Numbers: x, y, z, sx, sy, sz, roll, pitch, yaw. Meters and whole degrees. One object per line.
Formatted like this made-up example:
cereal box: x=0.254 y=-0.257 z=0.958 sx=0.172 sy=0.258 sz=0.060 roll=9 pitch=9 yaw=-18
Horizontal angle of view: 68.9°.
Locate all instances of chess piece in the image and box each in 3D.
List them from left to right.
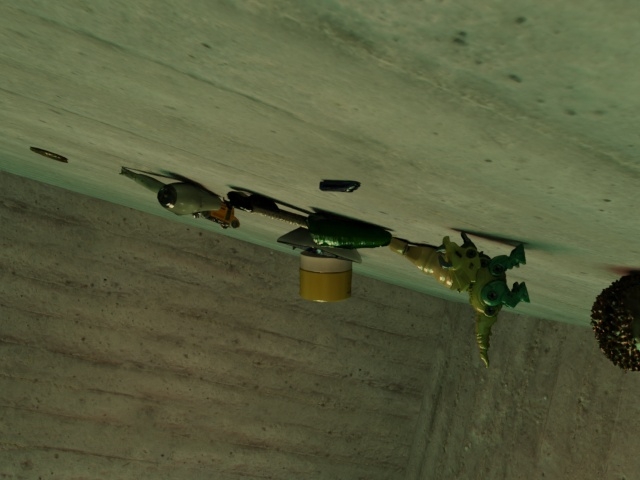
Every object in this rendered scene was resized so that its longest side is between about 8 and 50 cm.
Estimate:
chess piece: x=0.269 y=0.047 z=1.221 sx=0.200 sy=0.090 sz=0.090 roll=25 pitch=179 yaw=23

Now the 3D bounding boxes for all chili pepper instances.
chili pepper: x=0.066 y=-0.023 z=1.134 sx=0.216 sy=0.062 sz=0.108 roll=12 pitch=-152 yaw=1

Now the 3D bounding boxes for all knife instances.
knife: x=-0.068 y=-0.064 z=1.193 sx=0.365 sy=0.043 sz=0.089 roll=16 pitch=-150 yaw=-26

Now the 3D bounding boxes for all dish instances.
dish: x=0.000 y=0.000 z=1.416 sx=0.182 sy=0.080 sz=0.243 roll=19 pitch=175 yaw=-30

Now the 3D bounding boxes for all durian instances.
durian: x=0.591 y=0.160 z=0.833 sx=0.167 sy=0.196 sz=0.196 roll=13 pitch=177 yaw=-36

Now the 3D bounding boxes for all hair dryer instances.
hair dryer: x=-0.399 y=-0.137 z=1.307 sx=0.267 sy=0.092 sz=0.229 roll=28 pitch=-171 yaw=37

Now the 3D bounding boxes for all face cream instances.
face cream: x=0.022 y=0.141 z=1.923 sx=0.218 sy=0.179 sz=0.218 roll=1 pitch=-172 yaw=0

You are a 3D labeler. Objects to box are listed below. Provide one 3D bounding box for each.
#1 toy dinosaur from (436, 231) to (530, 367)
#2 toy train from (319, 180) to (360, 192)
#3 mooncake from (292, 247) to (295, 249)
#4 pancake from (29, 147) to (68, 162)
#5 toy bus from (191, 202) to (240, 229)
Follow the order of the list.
toy dinosaur: x=0.321 y=0.104 z=0.886 sx=0.153 sy=0.259 sz=0.094 roll=-14 pitch=170 yaw=11
toy train: x=0.031 y=-0.089 z=0.774 sx=0.083 sy=0.017 sz=0.017 roll=9 pitch=173 yaw=46
mooncake: x=-0.010 y=0.032 z=1.895 sx=0.346 sy=0.057 sz=0.150 roll=13 pitch=171 yaw=23
pancake: x=-0.835 y=-0.261 z=1.435 sx=0.115 sy=0.011 sz=0.115 roll=15 pitch=174 yaw=1
toy bus: x=-0.328 y=-0.088 z=1.471 sx=0.069 sy=0.074 sz=0.162 roll=-1 pitch=162 yaw=45
